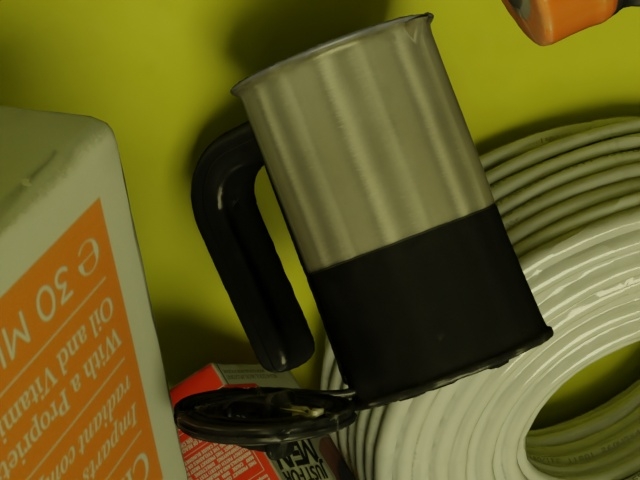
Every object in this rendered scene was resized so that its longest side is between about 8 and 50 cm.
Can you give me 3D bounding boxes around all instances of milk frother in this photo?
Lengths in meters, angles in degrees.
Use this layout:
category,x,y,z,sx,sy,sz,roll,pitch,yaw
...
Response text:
category,x,y,z,sx,sy,sz,roll,pitch,yaw
milk frother,0.000,0.000,0.630,0.129,0.143,0.134,-22,89,17

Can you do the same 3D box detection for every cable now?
category,x,y,z,sx,sy,sz,roll,pitch,yaw
cable,0.128,0.065,0.792,0.257,0.089,0.257,-3,127,-20

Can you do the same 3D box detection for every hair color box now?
category,x,y,z,sx,sy,sz,roll,pitch,yaw
hair color box,-0.007,0.134,0.720,0.053,0.167,0.093,-34,167,13

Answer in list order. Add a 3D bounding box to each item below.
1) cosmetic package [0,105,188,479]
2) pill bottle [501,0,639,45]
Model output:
category,x,y,z,sx,sy,sz,roll,pitch,yaw
cosmetic package,-0.154,0.195,0.628,0.162,0.230,0.453,8,126,23
pill bottle,0.168,-0.159,0.605,0.246,0.130,0.130,-25,131,-1
